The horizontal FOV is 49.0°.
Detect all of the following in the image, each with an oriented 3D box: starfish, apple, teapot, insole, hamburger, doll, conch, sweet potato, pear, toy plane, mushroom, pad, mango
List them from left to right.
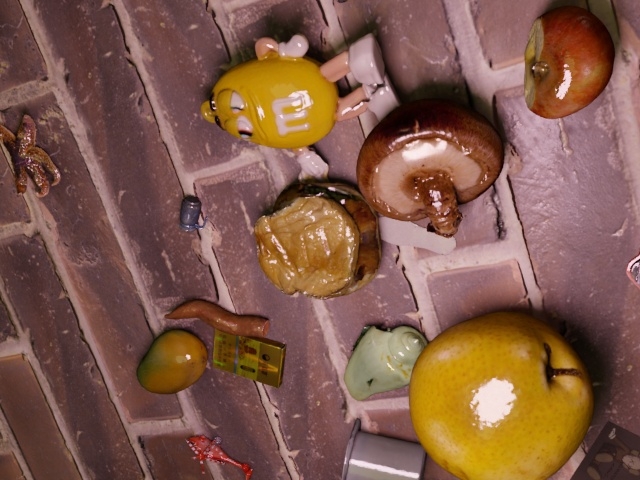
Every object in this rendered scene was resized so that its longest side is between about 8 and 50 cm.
[{"bbox_3d":[-0.782,-0.232,1.856,0.238,0.071,0.216,40,113,-7],"label":"starfish"},{"bbox_3d":[-0.402,0.335,1.874,0.156,0.114,0.251,45,118,-6],"label":"mango"},{"bbox_3d":[-0.316,-0.066,1.738,0.049,0.063,0.083,42,127,40],"label":"teapot"},{"bbox_3d":[-0.266,0.196,1.799,0.281,0.059,0.067,14,115,17],"label":"sweet potato"},{"bbox_3d":[-0.276,0.589,1.942,0.194,0.077,0.126,5,114,12],"label":"toy plane"},{"bbox_3d":[-0.024,-0.285,1.481,0.348,0.161,0.423,42,128,-15],"label":"doll"},{"bbox_3d":[-0.001,-0.002,1.582,0.284,0.134,0.266,6,118,26],"label":"hamburger"},{"bbox_3d":[0.141,0.279,1.646,0.143,0.137,0.250,38,142,-24],"label":"conch"},{"bbox_3d":[0.206,-0.012,1.563,0.197,0.004,0.065,14,113,17],"label":"insole"},{"bbox_3d":[0.219,-0.150,1.408,0.297,0.163,0.278,-15,113,21],"label":"mushroom"},{"bbox_3d":[0.355,0.327,1.435,0.362,0.362,0.418,38,145,5],"label":"pear"},{"bbox_3d":[0.442,-0.319,1.263,0.160,0.173,0.195,8,115,22],"label":"apple"},{"bbox_3d":[0.657,0.503,1.567,0.127,0.004,0.190,26,117,12],"label":"pad"}]

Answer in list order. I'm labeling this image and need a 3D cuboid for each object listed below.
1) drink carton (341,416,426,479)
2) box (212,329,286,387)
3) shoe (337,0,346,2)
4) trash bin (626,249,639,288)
[{"bbox_3d":[0.152,0.551,1.693,0.189,0.185,0.191,11,110,15],"label":"drink carton"},{"bbox_3d":[-0.186,0.300,1.822,0.193,0.030,0.121,14,114,18],"label":"box"},{"bbox_3d":[-0.009,-0.564,1.405,0.227,0.099,0.112,30,124,9],"label":"shoe"},{"bbox_3d":[0.671,0.025,1.257,0.161,0.238,0.184,48,121,3],"label":"trash bin"}]
